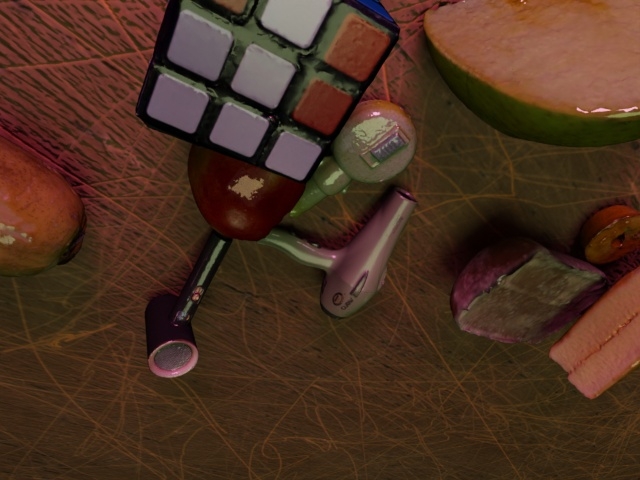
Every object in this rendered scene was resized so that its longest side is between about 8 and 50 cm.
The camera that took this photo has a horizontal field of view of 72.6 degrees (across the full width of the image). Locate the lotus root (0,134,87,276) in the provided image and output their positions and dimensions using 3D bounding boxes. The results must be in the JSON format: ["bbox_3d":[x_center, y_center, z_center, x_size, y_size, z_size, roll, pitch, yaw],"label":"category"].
[{"bbox_3d":[-0.394,-0.058,0.462,0.154,0.154,0.278,-38,122,24],"label":"lotus root"}]

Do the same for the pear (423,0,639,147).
[{"bbox_3d":[0.264,-0.156,0.399,0.287,0.239,0.139,-16,132,8],"label":"pear"}]

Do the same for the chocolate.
[{"bbox_3d":[0.335,0.080,0.714,0.303,0.101,0.185,18,121,-34],"label":"chocolate"}]

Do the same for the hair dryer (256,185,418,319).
[{"bbox_3d":[0.032,-0.011,0.626,0.219,0.088,0.225,-40,111,17],"label":"hair dryer"}]

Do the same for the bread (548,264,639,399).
[{"bbox_3d":[0.542,0.127,0.736,0.239,0.111,0.246,-7,136,-40],"label":"bread"}]

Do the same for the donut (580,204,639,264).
[{"bbox_3d":[0.460,-0.009,0.693,0.097,0.043,0.108,-18,133,8],"label":"donut"}]

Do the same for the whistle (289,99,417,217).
[{"bbox_3d":[0.030,-0.091,0.546,0.198,0.057,0.104,-35,127,21],"label":"whistle"}]

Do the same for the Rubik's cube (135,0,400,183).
[{"bbox_3d":[-0.052,-0.174,0.388,0.162,0.161,0.163,19,127,-24],"label":"Rubik's cube"}]

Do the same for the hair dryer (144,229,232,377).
[{"bbox_3d":[-0.186,0.063,0.649,0.069,0.128,0.256,22,104,-33],"label":"hair dryer"}]

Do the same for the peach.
[{"bbox_3d":[-0.099,-0.069,0.520,0.151,0.151,0.119,44,70,-37],"label":"peach"}]
